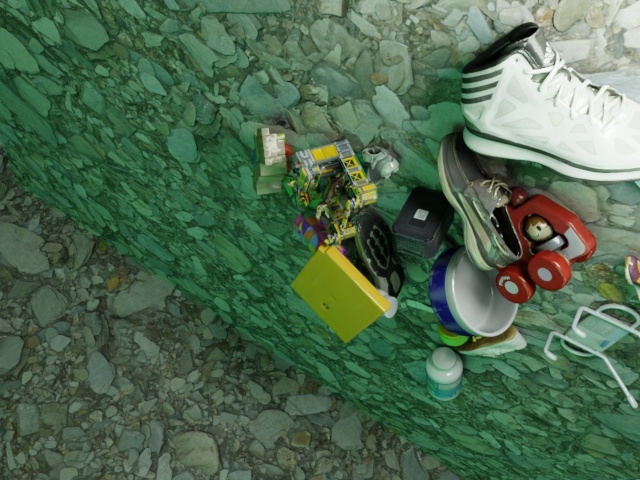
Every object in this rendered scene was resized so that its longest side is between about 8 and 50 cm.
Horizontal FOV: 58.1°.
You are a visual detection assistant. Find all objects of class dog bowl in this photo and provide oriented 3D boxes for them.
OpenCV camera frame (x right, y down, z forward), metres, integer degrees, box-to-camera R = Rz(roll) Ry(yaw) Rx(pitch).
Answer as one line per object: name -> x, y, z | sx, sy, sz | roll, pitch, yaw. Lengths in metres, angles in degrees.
dog bowl -> 0.437, 0.140, 1.636 | 0.265, 0.265, 0.104 | 43, 153, -18

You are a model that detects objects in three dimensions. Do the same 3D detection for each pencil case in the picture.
pencil case -> 0.000, 0.000, 1.941 | 0.236, 0.104, 0.104 | 52, 166, 37

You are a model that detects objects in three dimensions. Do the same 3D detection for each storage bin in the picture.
storage bin -> 0.283, -0.049, 1.585 | 0.121, 0.180, 0.084 | 17, 147, 26

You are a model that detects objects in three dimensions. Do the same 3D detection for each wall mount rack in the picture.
wall mount rack -> 0.837, 0.331, 1.669 | 0.304, 0.131, 0.350 | 27, 152, 11

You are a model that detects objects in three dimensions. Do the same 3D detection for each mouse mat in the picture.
mouse mat -> -0.041, -0.156, 1.934 | 0.189, 0.007, 0.153 | 15, 147, 33

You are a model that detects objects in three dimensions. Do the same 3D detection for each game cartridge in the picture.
game cartridge -> 0.056, 0.173, 1.861 | 0.285, 0.052, 0.324 | 46, 146, 5

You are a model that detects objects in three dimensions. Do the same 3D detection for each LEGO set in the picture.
LEGO set -> 0.006, -0.123, 1.657 | 0.255, 0.192, 0.331 | 68, 160, 12

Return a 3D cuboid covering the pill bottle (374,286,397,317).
pill bottle -> 0.165, 0.199, 1.885 | 0.169, 0.094, 0.094 | 14, 147, 43

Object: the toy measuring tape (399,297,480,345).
toy measuring tape -> 0.419, 0.299, 2.064 | 0.329, 0.121, 0.121 | 15, 147, 30

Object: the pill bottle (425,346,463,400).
pill bottle -> 0.495, 0.528, 2.308 | 0.146, 0.146, 0.264 | 19, 148, 24

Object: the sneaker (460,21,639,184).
sneaker -> 0.462, -0.262, 1.083 | 0.447, 0.169, 0.258 | 15, 149, 34

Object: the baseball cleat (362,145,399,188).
baseball cleat -> 0.146, -0.202, 1.625 | 0.109, 0.072, 0.206 | 52, 148, -2

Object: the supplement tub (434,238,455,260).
supplement tub -> 0.357, 0.023, 1.739 | 0.107, 0.071, 0.071 | 39, 151, -13

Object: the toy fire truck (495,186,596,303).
toy fire truck -> 0.523, -0.002, 1.461 | 0.254, 0.169, 0.302 | 52, 151, 4

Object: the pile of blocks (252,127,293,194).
pile of blocks -> -0.146, -0.257, 1.809 | 0.112, 0.149, 0.362 | -8, 167, -14

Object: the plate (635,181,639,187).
plate -> 0.723, -0.147, 1.151 | 0.188, 0.024, 0.188 | 25, 152, 15

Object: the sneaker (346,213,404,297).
sneaker -> 0.146, 0.067, 1.924 | 0.181, 0.158, 0.411 | 9, 143, 29

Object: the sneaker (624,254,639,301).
sneaker -> 0.809, 0.095, 1.407 | 0.083, 0.070, 0.185 | -14, 134, 43

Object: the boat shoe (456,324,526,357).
boat shoe -> 0.594, 0.370, 2.010 | 0.096, 0.098, 0.277 | 41, 150, -13

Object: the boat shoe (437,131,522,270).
boat shoe -> 0.397, -0.101, 1.387 | 0.130, 0.132, 0.356 | -12, 107, 46
